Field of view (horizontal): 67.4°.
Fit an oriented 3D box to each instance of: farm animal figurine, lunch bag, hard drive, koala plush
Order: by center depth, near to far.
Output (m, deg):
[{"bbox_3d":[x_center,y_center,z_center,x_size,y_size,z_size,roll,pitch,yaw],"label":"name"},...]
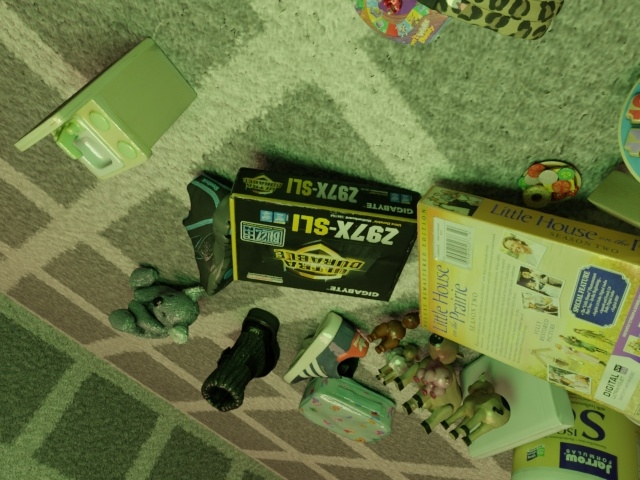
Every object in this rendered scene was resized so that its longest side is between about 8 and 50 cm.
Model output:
[{"bbox_3d":[0.395,0.324,1.015,0.040,0.203,0.307,10,144,-11],"label":"hard drive"},{"bbox_3d":[0.269,0.302,1.059,0.330,0.172,0.327,46,160,37],"label":"farm animal figurine"},{"bbox_3d":[-0.423,0.194,1.345,0.221,0.196,0.203,-5,145,33],"label":"koala plush"},{"bbox_3d":[0.089,0.520,1.496,0.279,0.108,0.224,27,138,-5],"label":"lunch bag"}]

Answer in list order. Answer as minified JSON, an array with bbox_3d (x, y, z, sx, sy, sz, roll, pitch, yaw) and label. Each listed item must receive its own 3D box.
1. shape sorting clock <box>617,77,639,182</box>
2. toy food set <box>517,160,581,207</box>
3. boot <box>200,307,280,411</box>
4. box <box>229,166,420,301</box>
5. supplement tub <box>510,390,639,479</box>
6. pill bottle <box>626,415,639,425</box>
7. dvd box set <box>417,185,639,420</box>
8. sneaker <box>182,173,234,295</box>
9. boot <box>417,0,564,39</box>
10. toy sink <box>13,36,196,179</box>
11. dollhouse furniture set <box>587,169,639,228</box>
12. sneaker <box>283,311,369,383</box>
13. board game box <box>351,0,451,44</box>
[{"bbox_3d":[0.416,-0.126,0.479,0.206,0.206,0.040,-17,155,41],"label":"shape sorting clock"},{"bbox_3d":[0.338,-0.084,0.709,0.083,0.020,0.083,-4,134,34],"label":"toy food set"},{"bbox_3d":[-0.225,0.378,1.375,0.131,0.260,0.348,18,142,10],"label":"boot"},{"bbox_3d":[0.000,0.000,0.894,0.321,0.079,0.257,9,140,-2],"label":"box"},{"bbox_3d":[0.522,0.445,0.980,0.241,0.331,0.241,15,141,12],"label":"supplement tub"},{"bbox_3d":[0.567,0.197,0.807,0.153,0.153,0.265,-5,133,33],"label":"pill bottle"},{"bbox_3d":[0.350,0.100,0.730,0.420,0.062,0.308,20,139,32],"label":"dvd box set"},{"bbox_3d":[-0.230,-0.007,1.063,0.139,0.125,0.341,36,139,12],"label":"sneaker"},{"bbox_3d":[0.117,-0.354,0.374,0.377,0.138,0.284,22,143,-5],"label":"boot"},{"bbox_3d":[-0.337,-0.193,0.782,0.152,0.234,0.131,-12,129,38],"label":"toy sink"},{"bbox_3d":[0.454,-0.057,0.576,0.123,0.144,0.151,34,106,-12],"label":"dollhouse furniture set"},{"bbox_3d":[0.014,0.328,1.289,0.148,0.131,0.350,32,142,-2],"label":"sneaker"},{"bbox_3d":[0.106,-0.304,0.566,0.133,0.033,0.168,33,142,-10],"label":"board game box"}]
